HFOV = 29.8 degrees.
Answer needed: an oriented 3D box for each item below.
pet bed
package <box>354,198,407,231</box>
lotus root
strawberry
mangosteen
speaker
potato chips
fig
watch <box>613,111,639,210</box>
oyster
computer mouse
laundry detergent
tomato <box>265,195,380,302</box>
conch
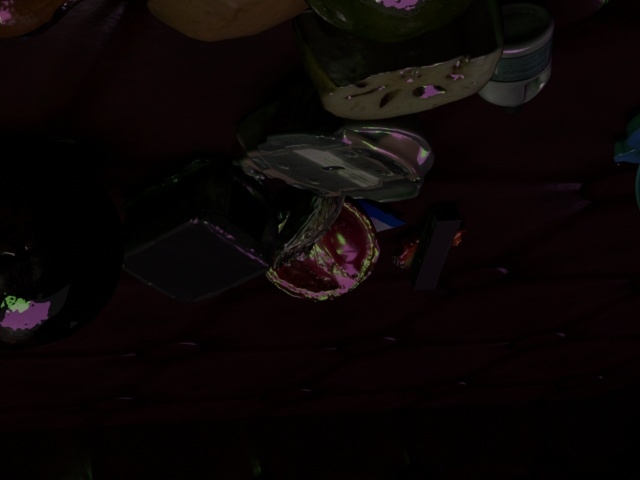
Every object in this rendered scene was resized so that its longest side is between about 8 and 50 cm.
[{"bbox_3d":[-0.173,-0.026,1.776,0.211,0.159,0.183,-26,134,36],"label":"pet bed"},{"bbox_3d":[0.036,-0.027,2.035,0.173,0.027,0.171,-19,155,26],"label":"package"},{"bbox_3d":[0.094,-0.216,1.368,0.235,0.119,0.138,-14,161,7],"label":"lotus root"},{"bbox_3d":[0.191,0.004,2.167,0.152,0.048,0.104,-30,150,10],"label":"strawberry"},{"bbox_3d":[-0.399,0.029,1.643,0.275,0.275,0.302,-7,160,-6],"label":"mangosteen"},{"bbox_3d":[0.197,0.014,2.106,0.046,0.040,0.191,-4,141,-15],"label":"speaker"},{"bbox_3d":[-0.083,-0.257,1.265,0.208,0.062,0.195,-15,163,9],"label":"potato chips"},{"bbox_3d":[0.077,-0.260,1.127,0.195,0.195,0.245,-14,156,14],"label":"fig"},{"bbox_3d":[0.552,-0.096,1.804,0.211,0.193,0.211,-7,159,-3],"label":"watch"},{"bbox_3d":[-0.016,-0.033,1.800,0.064,0.177,0.125,37,155,2],"label":"oyster"},{"bbox_3d":[0.009,-0.135,1.580,0.199,0.115,0.389,31,162,-32],"label":"computer mouse"},{"bbox_3d":[0.240,-0.217,1.505,0.099,0.070,0.225,-17,160,4],"label":"laundry detergent"},{"bbox_3d":[0.000,0.000,1.925,0.189,0.173,0.099,-27,-162,14],"label":"tomato"},{"bbox_3d":[-0.294,-0.240,1.190,0.233,0.080,0.086,1,167,-28],"label":"conch"}]
